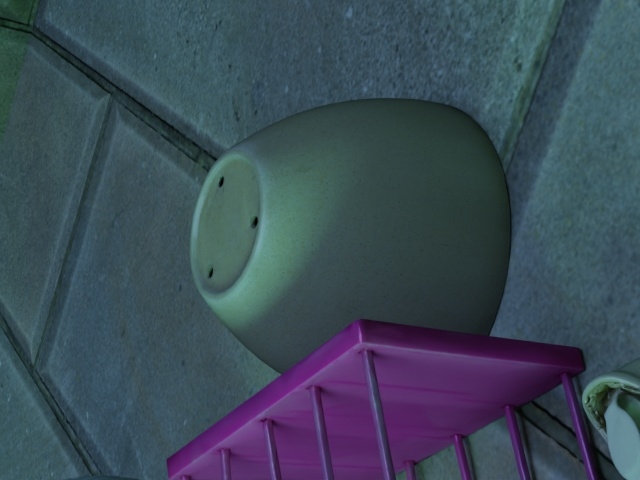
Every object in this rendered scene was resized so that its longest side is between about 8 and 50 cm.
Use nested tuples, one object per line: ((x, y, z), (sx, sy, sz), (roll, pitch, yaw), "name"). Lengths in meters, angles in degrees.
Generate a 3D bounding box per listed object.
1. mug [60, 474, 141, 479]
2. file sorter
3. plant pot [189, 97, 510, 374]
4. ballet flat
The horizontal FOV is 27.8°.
((-0.244, 0.418, 1.292), (0.328, 0.276, 0.374), (-13, 58, 66), "mug")
((0.045, 0.208, 0.974), (0.291, 0.202, 0.182), (-40, 50, 46), "file sorter")
((0.000, 0.000, 1.120), (0.284, 0.191, 0.284), (-25, 59, 53), "plant pot")
((0.235, 0.169, 0.791), (0.086, 0.086, 0.248), (-60, 37, 29), "ballet flat")
